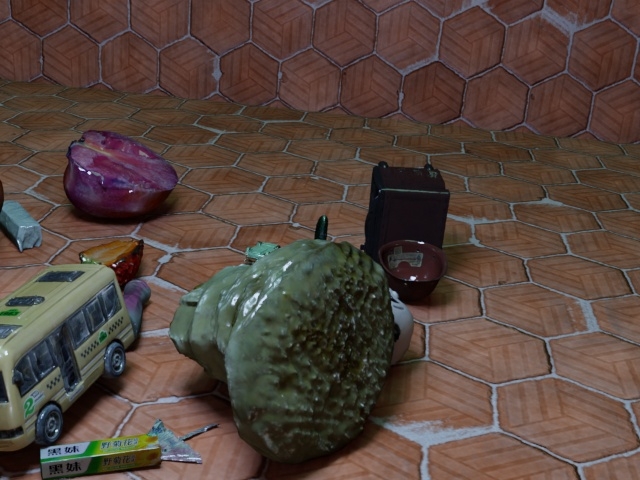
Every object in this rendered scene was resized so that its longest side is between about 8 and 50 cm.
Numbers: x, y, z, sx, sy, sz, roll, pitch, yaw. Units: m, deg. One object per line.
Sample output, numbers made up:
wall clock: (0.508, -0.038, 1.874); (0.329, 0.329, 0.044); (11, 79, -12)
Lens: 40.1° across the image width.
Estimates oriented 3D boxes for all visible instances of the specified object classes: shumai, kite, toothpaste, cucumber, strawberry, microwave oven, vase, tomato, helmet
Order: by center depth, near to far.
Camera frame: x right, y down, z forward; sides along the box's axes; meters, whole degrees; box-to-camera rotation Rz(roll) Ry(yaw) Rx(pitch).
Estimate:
toothpaste: (-0.333, 0.328, 1.333); (0.179, 0.037, 0.043); (-4, 26, -16)
kite: (-0.229, 0.323, 1.414); (0.157, 0.011, 0.139); (-17, 33, -40)
shumai: (-0.087, 0.168, 1.476); (0.323, 0.324, 0.397); (2, 35, 39)
vase: (-0.386, 0.139, 1.750); (0.086, 0.086, 0.214); (4, 17, -1)
strawberry: (-0.458, 0.056, 1.928); (0.140, 0.085, 0.192); (-6, 18, -6)
helmet: (0.206, 0.083, 1.966); (0.155, 0.106, 0.175); (-7, 29, -17)
cucumber: (0.000, 0.000, 2.095); (0.032, 0.133, 0.032); (6, 23, -2)
microwave oven: (0.195, -0.045, 2.104); (0.188, 0.247, 0.178); (3, 25, -2)
tomato: (-0.538, -0.144, 2.306); (0.290, 0.176, 0.335); (22, 21, -11)

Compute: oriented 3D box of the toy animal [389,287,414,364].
toy animal: (0.065, 0.151, 1.681); (0.235, 0.165, 0.187); (12, -19, 28)

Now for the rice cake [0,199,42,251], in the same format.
rice cake: (-0.736, -0.039, 2.131); (0.063, 0.069, 0.206); (-11, 25, -34)

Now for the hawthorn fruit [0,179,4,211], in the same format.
hawthorn fruit: (-0.871, -0.076, 1.940); (0.308, 0.324, 0.308); (36, -8, 6)

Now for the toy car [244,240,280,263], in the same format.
toy car: (-0.140, 0.028, 2.129); (0.059, 0.035, 0.122); (12, 14, 17)

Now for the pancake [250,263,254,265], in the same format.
pancake: (-0.075, 0.109, 1.944); (0.288, 0.033, 0.286); (14, 23, 21)

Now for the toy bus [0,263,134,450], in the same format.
toy bus: (-0.465, 0.181, 1.425); (0.177, 0.201, 0.365); (-1, 21, 17)
